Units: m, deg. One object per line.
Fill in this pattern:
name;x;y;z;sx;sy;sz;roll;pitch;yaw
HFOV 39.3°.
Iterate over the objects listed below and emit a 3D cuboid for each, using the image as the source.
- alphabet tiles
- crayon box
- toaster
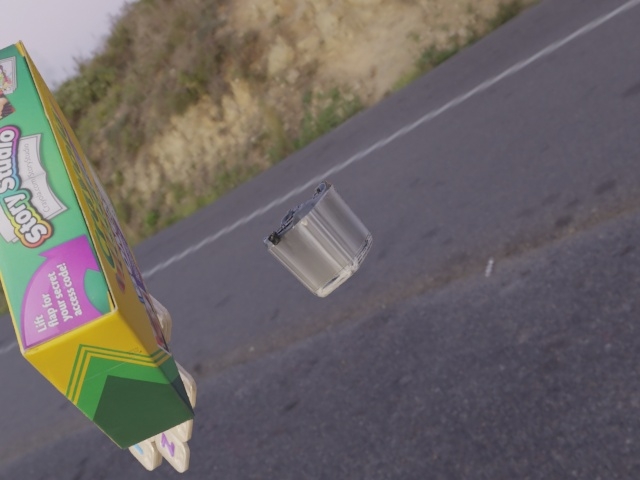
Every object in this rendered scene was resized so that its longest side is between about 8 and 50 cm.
alphabet tiles;-0.260;0.182;1.253;0.021;0.284;0.278;-21;43;-40
crayon box;-0.277;0.015;1.010;0.106;0.363;0.313;-23;-28;-8
toaster;0.000;0.000;1.577;0.129;0.146;0.227;-42;5;23
